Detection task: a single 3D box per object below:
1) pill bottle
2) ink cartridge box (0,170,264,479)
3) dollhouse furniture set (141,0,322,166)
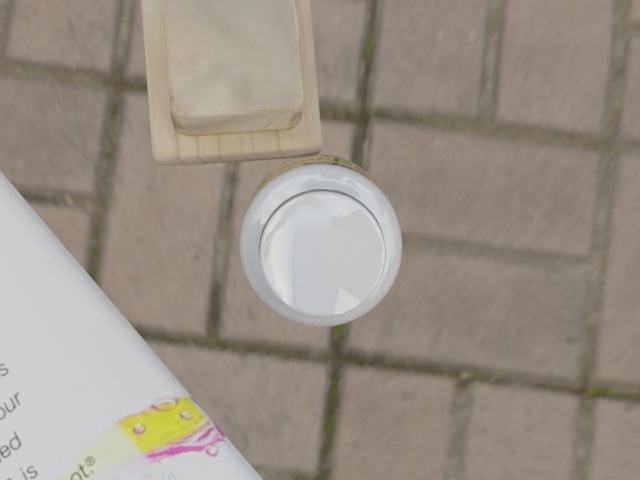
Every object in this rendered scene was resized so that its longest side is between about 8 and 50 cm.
[{"bbox_3d":[0.000,0.000,0.767,0.065,0.116,0.065,0,96,-1],"label":"pill bottle"},{"bbox_3d":[-0.119,0.129,0.663,0.201,0.117,0.278,-39,81,-13],"label":"ink cartridge box"},{"bbox_3d":[0.092,-0.194,0.597,0.303,0.174,0.355,-3,82,-3],"label":"dollhouse furniture set"}]
